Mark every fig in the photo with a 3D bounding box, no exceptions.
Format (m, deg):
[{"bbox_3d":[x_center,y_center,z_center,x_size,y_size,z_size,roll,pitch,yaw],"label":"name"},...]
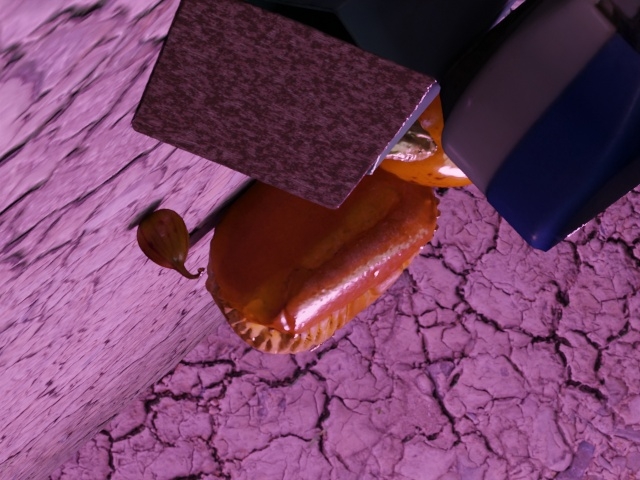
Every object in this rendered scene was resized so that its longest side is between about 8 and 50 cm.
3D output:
[{"bbox_3d":[-0.136,0.007,1.563,0.050,0.083,0.050,-32,152,-19],"label":"fig"}]

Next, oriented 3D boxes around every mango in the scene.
[{"bbox_3d":[0.153,-0.152,1.836,0.191,0.159,0.290,-4,-166,18],"label":"mango"}]

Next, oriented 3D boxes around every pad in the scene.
[{"bbox_3d":[-0.032,-0.087,1.094,0.235,0.158,0.003,128,-18,-67],"label":"pad"}]

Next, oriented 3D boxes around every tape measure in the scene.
[{"bbox_3d":[0.207,-0.118,1.124,0.259,0.138,0.262,-31,173,-45],"label":"tape measure"}]

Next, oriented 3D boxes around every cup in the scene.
[{"bbox_3d":[0.054,-0.172,1.198,0.134,0.148,0.235,-15,-154,49],"label":"cup"}]

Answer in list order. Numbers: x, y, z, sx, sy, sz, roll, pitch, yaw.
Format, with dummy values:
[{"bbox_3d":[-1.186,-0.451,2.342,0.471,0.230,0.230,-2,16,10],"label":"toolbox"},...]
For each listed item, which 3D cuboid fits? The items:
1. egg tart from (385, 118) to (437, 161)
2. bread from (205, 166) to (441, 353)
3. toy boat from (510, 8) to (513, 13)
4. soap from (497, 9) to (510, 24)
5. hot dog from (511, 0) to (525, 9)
[{"bbox_3d":[0.006,-0.109,1.309,0.191,0.191,0.074,-19,120,-81],"label":"egg tart"},{"bbox_3d":[0.000,0.000,1.992,0.288,0.204,0.156,-37,180,-13],"label":"bread"},{"bbox_3d":[0.208,-0.278,1.871,0.221,0.067,0.291,-17,-168,-6],"label":"toy boat"},{"bbox_3d":[0.079,-0.186,1.508,0.150,0.094,0.261,-44,177,16],"label":"soap"},{"bbox_3d":[0.213,-0.300,1.593,0.099,0.053,0.192,87,21,-69],"label":"hot dog"}]
